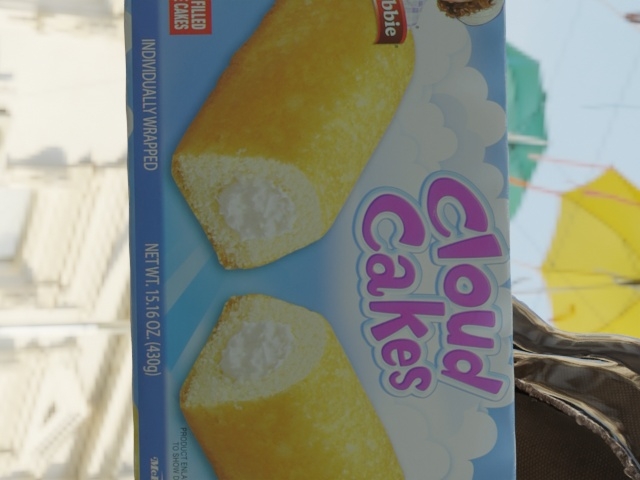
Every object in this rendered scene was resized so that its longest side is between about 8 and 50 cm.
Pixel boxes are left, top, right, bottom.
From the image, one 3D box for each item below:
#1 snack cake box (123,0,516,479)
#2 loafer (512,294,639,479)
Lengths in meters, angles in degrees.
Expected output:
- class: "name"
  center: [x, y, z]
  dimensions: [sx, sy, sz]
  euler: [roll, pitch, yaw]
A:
- class: "snack cake box"
  center: [0.000, 0.000, 0.624]
  dimensions: [0.089, 0.152, 0.264]
  euler: [161, -72, -89]
- class: "loafer"
  center: [0.115, 0.124, 0.840]
  dimensions: [0.134, 0.130, 0.366]
  euler: [66, -15, -17]
